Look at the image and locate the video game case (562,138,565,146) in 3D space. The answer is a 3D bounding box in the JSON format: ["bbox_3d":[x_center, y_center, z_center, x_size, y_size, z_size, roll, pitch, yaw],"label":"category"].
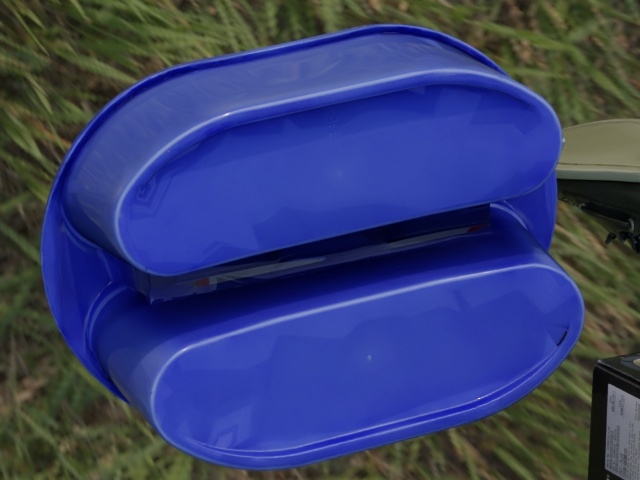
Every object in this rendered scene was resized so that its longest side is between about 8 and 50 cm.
[{"bbox_3d":[0.137,-0.084,1.502,0.011,0.122,0.087,-21,145,-43],"label":"video game case"}]

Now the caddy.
[{"bbox_3d":[0.000,0.000,1.152,0.341,0.179,0.241,-12,107,-12],"label":"caddy"}]

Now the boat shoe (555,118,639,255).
[{"bbox_3d":[0.296,-0.040,1.665,0.127,0.340,0.113,-28,109,-32],"label":"boat shoe"}]

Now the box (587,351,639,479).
[{"bbox_3d":[0.239,0.155,1.104,0.147,0.077,0.180,-7,107,-26],"label":"box"}]
